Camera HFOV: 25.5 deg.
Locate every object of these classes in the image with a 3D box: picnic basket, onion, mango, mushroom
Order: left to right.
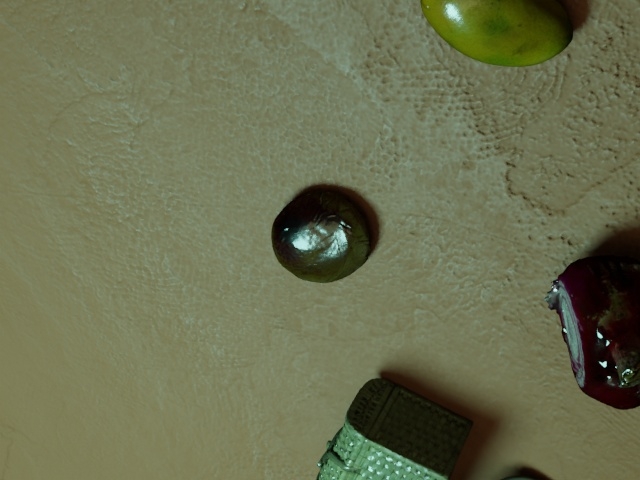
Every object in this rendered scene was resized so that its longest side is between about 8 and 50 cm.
[{"bbox_3d":[0.000,0.000,1.668,0.123,0.052,0.123,8,122,13],"label":"mushroom"},{"bbox_3d":[0.073,0.291,1.748,0.154,0.134,0.196,26,123,8],"label":"picnic basket"},{"bbox_3d":[0.176,-0.235,1.453,0.163,0.089,0.111,43,122,-15],"label":"mango"},{"bbox_3d":[0.338,0.103,1.518,0.135,0.198,0.173,-19,108,-4],"label":"onion"}]

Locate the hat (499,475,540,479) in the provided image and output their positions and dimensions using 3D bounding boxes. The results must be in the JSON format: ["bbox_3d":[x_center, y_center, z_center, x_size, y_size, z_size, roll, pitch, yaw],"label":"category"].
[{"bbox_3d":[0.266,0.424,1.698,0.244,0.149,0.214,39,93,-17],"label":"hat"}]
